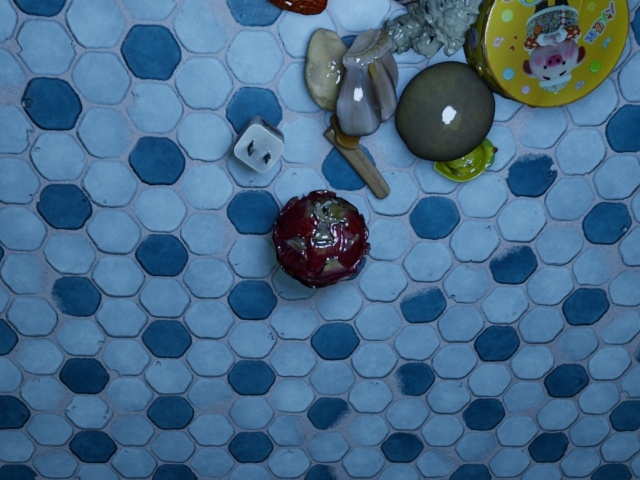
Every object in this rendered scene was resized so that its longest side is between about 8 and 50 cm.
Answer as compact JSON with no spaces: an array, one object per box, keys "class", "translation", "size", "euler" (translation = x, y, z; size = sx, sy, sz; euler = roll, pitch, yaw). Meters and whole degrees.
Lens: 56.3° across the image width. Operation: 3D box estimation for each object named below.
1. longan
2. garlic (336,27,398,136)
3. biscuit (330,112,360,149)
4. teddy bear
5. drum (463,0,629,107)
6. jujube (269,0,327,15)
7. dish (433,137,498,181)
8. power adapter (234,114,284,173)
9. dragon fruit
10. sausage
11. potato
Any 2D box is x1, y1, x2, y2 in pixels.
[{"class":"longan","translation":[0.364,-0.374,1.767],"size":[0.297,0.297,0.297],"euler":[-1,113,-3]},{"class":"garlic","translation":[0.141,-0.425,1.719],"size":[0.132,0.279,0.325],"euler":[23,152,28]},{"class":"biscuit","translation":[0.081,-0.356,1.859],"size":[0.118,0.023,0.140],"euler":[27,74,-22]},{"class":"teddy bear","translation":[0.306,-0.659,1.600],"size":[0.224,0.367,0.357],"euler":[2,114,-10]},{"class":"drum","translation":[0.641,-0.602,1.725],"size":[0.431,0.214,0.431],"euler":[-1,112,-2]},{"class":"jujube","translation":[-0.063,-0.698,1.691],"size":[0.176,0.109,0.112],"euler":[8,144,-6]},{"class":"dish","translation":[0.460,-0.272,1.927],"size":[0.208,0.080,0.149],"euler":[-14,109,4]},{"class":"power adapter","translation":[-0.184,-0.283,1.813],"size":[0.130,0.205,0.125],"euler":[35,107,-18]},{"class":"dragon fruit","translation":[0.002,-0.001,1.891],"size":[0.329,0.329,0.329],"euler":[-1,113,-3]},{"class":"sausage","translation":[0.124,-0.252,1.923],"size":[0.066,0.066,0.301],"euler":[-38,111,12]},{"class":"potato","translation":[0.035,-0.501,1.775],"size":[0.161,0.128,0.234],"euler":[5,107,-7]}]
